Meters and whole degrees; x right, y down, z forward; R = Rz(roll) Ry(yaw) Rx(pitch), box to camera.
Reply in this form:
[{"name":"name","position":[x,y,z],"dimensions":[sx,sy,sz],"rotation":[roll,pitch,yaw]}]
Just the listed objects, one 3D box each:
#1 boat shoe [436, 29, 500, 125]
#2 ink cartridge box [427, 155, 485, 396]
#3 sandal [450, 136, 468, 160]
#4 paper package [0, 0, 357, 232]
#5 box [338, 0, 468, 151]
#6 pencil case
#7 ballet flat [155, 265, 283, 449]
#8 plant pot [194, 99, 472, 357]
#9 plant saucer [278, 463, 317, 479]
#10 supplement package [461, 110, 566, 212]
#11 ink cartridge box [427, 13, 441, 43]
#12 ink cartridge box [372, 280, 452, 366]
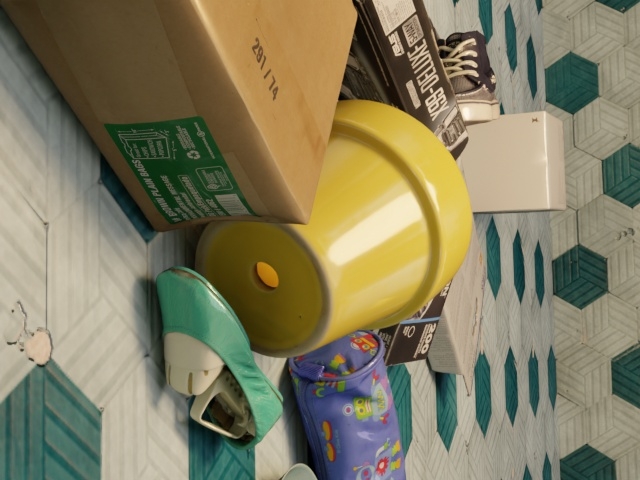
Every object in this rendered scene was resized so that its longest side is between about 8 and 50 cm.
[{"name":"boat shoe","position":[0.221,-0.265,1.833],"dimensions":[0.340,0.127,0.158],"rotation":[-30,109,-75]},{"name":"ink cartridge box","position":[0.238,0.067,2.058],"dimensions":[0.330,0.071,0.324],"rotation":[71,24,-44]},{"name":"sandal","position":[0.177,-0.152,1.920],"dimensions":[0.097,0.054,0.254],"rotation":[-57,162,21]},{"name":"paper package","position":[-0.109,-0.216,1.008],"dimensions":[0.325,0.168,0.309],"rotation":[63,32,-49]},{"name":"box","position":[0.045,-0.256,1.352],"dimensions":[0.076,0.242,0.307],"rotation":[-41,143,-9]},{"name":"pencil case","position":[0.040,0.267,1.415],"dimensions":[0.133,0.119,0.306],"rotation":[-31,119,-44]},{"name":"ballet flat","position":[-0.105,0.131,1.099],"dimensions":[0.087,0.083,0.247],"rotation":[-62,144,-31]},{"name":"plant pot","position":[0.000,0.000,1.183],"dimensions":[0.239,0.254,0.254],"rotation":[-36,121,-52]},{"name":"plant saucer","position":[-0.041,0.358,1.295],"dimensions":[0.195,0.037,0.194],"rotation":[-3,90,-69]},{"name":"supplement package","position":[0.399,-0.157,2.337],"dimensions":[0.263,0.198,0.199],"rotation":[-3,91,-70]},{"name":"ink cartridge box","position":[0.184,-0.286,1.971],"dimensions":[0.333,0.065,0.165],"rotation":[43,47,-64]},{"name":"ink cartridge box","position":[0.160,0.090,1.727],"dimensions":[0.208,0.045,0.206],"rotation":[0,111,-62]}]
